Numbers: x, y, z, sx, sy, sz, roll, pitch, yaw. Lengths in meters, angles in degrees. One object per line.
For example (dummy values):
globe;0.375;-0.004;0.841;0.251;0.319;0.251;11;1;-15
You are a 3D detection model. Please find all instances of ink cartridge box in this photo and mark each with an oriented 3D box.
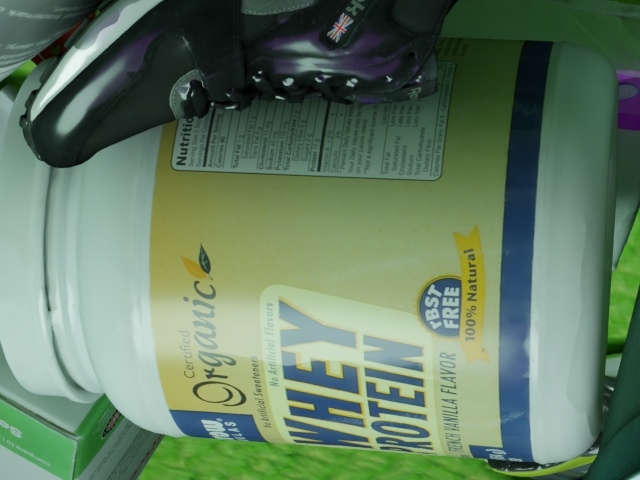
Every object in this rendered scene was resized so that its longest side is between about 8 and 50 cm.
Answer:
ink cartridge box;-0.188;0.113;1.359;0.121;0.211;0.289;28;145;7

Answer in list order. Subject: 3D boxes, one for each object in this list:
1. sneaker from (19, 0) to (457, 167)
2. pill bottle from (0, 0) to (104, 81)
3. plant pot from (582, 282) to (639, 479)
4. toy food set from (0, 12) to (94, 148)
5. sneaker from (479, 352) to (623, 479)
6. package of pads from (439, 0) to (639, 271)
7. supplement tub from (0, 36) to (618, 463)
sneaker;-0.008;-0.101;0.845;0.283;0.107;0.124;-36;92;4
pill bottle;-0.211;-0.175;0.918;0.204;0.204;0.361;33;138;-30
plant pot;0.321;0.137;1.124;0.341;0.334;0.341;7;128;9
toy food set;-0.180;-0.113;1.125;0.232;0.111;0.104;44;143;6
sneaker;0.268;0.138;1.411;0.299;0.111;0.121;-4;162;20
package of pads;0.067;-0.086;1.121;0.296;0.101;0.229;9;145;3
supplement tub;0.000;0.000;0.976;0.316;0.228;0.228;3;145;11
